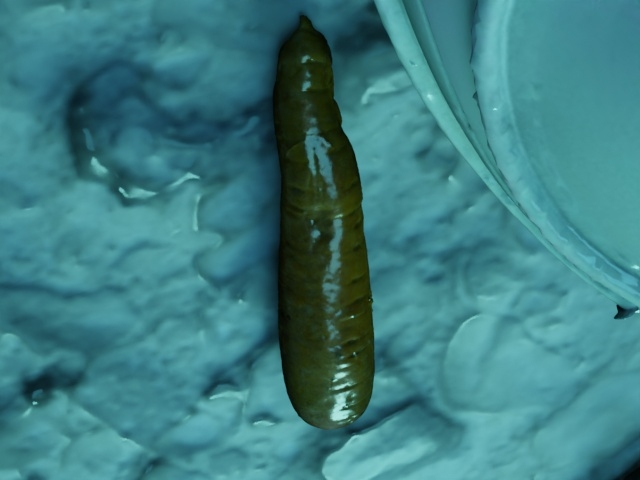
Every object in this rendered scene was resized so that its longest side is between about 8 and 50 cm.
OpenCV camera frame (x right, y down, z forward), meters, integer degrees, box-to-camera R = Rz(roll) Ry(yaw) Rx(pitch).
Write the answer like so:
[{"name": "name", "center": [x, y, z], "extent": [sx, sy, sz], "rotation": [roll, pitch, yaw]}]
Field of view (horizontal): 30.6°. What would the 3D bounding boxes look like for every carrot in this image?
[{"name": "carrot", "center": [0.000, 0.000, 0.647], "extent": [0.059, 0.059, 0.248], "rotation": [-9, 116, -10]}]

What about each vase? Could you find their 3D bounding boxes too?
[{"name": "vase", "center": [0.102, -0.177, 0.476], "extent": [0.250, 0.250, 0.445], "rotation": [-38, 113, 6]}]

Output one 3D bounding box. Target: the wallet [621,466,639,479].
[{"name": "wallet", "center": [0.267, 0.218, 0.841], "extent": [0.309, 0.042, 0.165], "rotation": [-39, 122, 7]}]
